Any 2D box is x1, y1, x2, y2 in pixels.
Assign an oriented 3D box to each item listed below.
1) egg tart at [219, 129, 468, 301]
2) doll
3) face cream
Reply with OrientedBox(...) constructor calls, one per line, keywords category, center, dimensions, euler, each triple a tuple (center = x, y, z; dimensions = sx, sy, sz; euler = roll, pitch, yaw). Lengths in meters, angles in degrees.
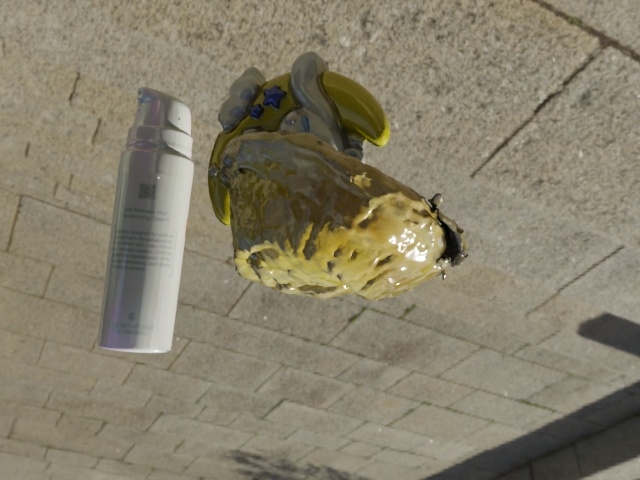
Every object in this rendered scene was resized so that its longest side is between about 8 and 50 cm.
OrientedBox(category="egg tart", center=(0.000, 0.000, 0.553), dimensions=(0.232, 0.098, 0.252), euler=(35, 160, -33))
OrientedBox(category="doll", center=(-0.029, -0.107, 0.790), dimensions=(0.237, 0.252, 0.111), euler=(5, 167, 19))
OrientedBox(category="face cream", center=(-0.230, -0.027, 0.877), dimensions=(0.102, 0.346, 0.102), euler=(6, 174, 1))
